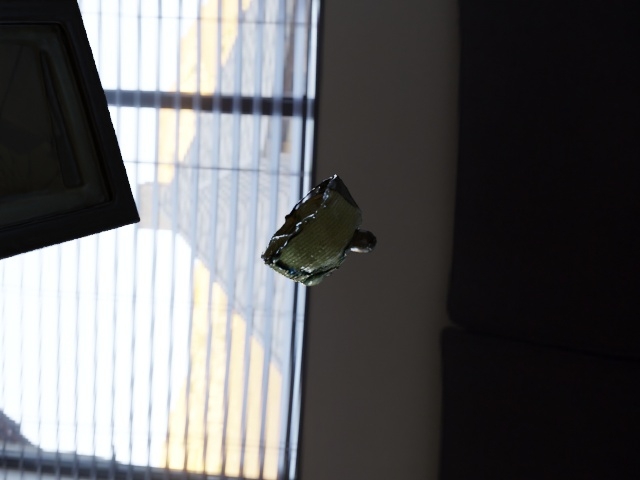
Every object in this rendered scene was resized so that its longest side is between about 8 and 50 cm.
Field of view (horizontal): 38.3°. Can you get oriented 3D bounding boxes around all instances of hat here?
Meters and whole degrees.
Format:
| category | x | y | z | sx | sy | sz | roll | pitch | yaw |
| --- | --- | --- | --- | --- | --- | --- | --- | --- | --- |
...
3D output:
| category | x | y | z | sx | sy | sz | roll | pitch | yaw |
| --- | --- | --- | --- | --- | --- | --- | --- | --- | --- |
| hat | 0.000 | 0.000 | 0.695 | 0.059 | 0.077 | 0.076 | 46 | -151 | -10 |

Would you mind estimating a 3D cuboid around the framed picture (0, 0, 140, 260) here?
| category | x | y | z | sx | sy | sz | roll | pitch | yaw |
| --- | --- | --- | --- | --- | --- | --- | --- | --- | --- |
| framed picture | -0.168 | -0.052 | 0.437 | 0.168 | 0.023 | 0.127 | -20 | -85 | -54 |
